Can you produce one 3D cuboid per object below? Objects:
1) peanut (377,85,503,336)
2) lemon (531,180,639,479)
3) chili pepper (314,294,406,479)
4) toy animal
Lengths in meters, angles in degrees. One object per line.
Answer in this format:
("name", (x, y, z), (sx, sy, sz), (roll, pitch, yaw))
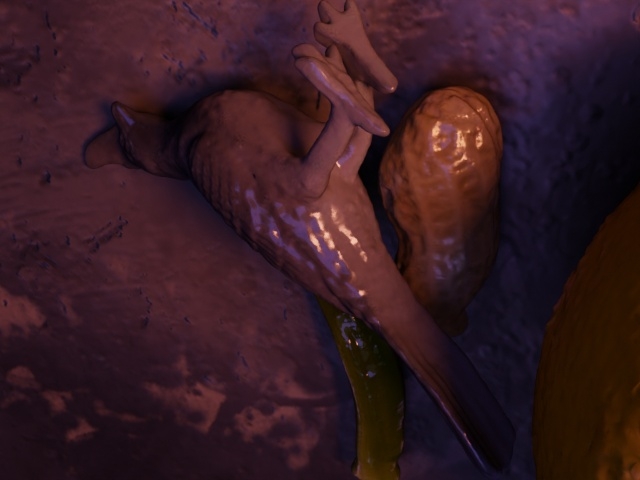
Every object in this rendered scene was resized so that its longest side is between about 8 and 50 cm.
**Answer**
("peanut", (0.074, -0.016, 0.632), (0.080, 0.080, 0.174), (7, 119, 13))
("lemon", (0.264, 0.100, 0.483), (0.364, 0.364, 0.364), (6, 116, 13))
("chili pepper", (0.031, 0.087, 0.710), (0.052, 0.050, 0.201), (-19, 111, -16))
("toy animal", (-0.005, -0.035, 0.594), (0.367, 0.081, 0.205), (35, 133, 21))
